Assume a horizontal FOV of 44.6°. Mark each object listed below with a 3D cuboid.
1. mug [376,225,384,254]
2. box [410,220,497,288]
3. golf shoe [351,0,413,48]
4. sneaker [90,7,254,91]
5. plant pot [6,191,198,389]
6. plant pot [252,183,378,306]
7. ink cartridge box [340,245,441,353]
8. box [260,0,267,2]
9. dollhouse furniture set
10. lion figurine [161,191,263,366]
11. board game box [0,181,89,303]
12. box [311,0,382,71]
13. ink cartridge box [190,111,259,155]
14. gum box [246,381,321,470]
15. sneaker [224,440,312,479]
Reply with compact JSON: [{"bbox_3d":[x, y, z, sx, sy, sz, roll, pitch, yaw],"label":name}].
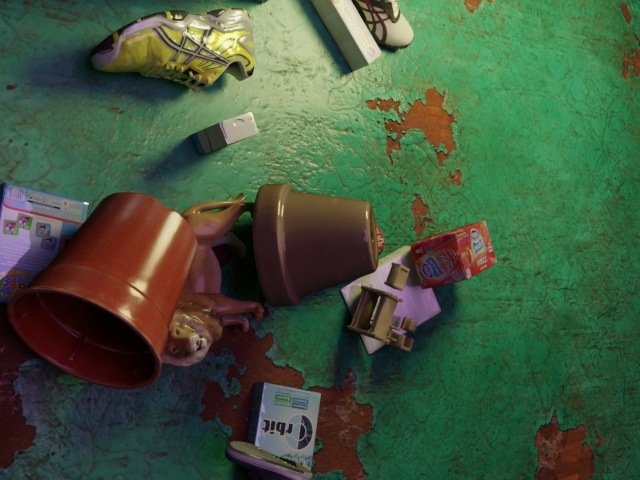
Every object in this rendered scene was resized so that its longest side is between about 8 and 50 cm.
[{"bbox_3d":[0.059,-0.005,1.837,0.169,0.113,0.150,-12,93,-42],"label":"mug"},{"bbox_3d":[0.344,0.034,1.992,0.257,0.128,0.122,-16,90,-60],"label":"box"},{"bbox_3d":[0.160,-0.594,2.002,0.273,0.120,0.105,34,62,-31],"label":"golf shoe"},{"bbox_3d":[-0.281,-0.382,1.600,0.385,0.145,0.147,-21,96,-37],"label":"sneaker"},{"bbox_3d":[-0.354,0.075,1.370,0.272,0.272,0.265,44,45,-25],"label":"plant pot"},{"bbox_3d":[0.000,0.000,1.643,0.263,0.229,0.263,-6,90,-80],"label":"plant pot"},{"bbox_3d":[0.170,0.145,1.953,0.232,0.066,0.189,-27,101,-17],"label":"ink cartridge box"},{"bbox_3d":[-0.170,-0.709,1.773,0.169,0.087,0.290,7,79,-37],"label":"box"},{"bbox_3d":[0.168,0.157,1.893,0.161,0.101,0.182,29,78,-46],"label":"dollhouse furniture set"},{"bbox_3d":[-0.244,0.066,1.586,0.240,0.142,0.392,8,64,-30],"label":"lion figurine"},{"bbox_3d":[-0.515,0.016,1.416,0.160,0.039,0.211,15,73,-38],"label":"board game box"},{"bbox_3d":[0.035,-0.578,1.933,0.063,0.067,0.324,-46,110,-34],"label":"box"},{"bbox_3d":[-0.202,-0.225,1.650,0.088,0.122,0.052,-27,100,-38],"label":"ink cartridge box"},{"bbox_3d":[-0.083,0.413,1.700,0.157,0.041,0.184,18,72,-35],"label":"gum box"},{"bbox_3d":[-0.134,0.509,1.583,0.226,0.086,0.163,35,84,-35],"label":"sneaker"}]
